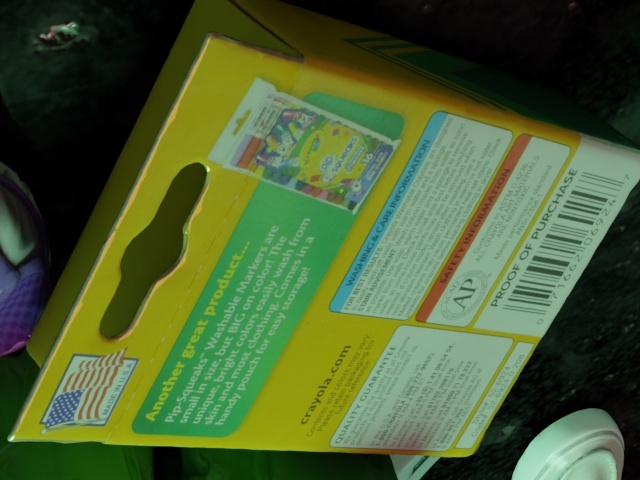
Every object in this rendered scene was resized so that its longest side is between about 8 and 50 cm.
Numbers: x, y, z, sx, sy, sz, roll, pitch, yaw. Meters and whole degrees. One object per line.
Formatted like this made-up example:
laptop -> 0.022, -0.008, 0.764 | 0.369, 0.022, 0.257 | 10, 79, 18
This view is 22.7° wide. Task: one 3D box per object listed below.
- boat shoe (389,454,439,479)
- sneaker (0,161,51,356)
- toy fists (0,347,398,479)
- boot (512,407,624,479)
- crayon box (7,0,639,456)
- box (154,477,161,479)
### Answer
boat shoe -> 0.049, 0.101, 1.014 | 0.183, 0.083, 0.065 | -40, 155, -36
sneaker -> -0.170, -0.004, 0.688 | 0.095, 0.104, 0.236 | -26, 146, -8
toy fists -> -0.084, 0.129, 0.862 | 0.279, 0.142, 0.096 | 5, 137, -25
boot -> 0.214, 0.242, 1.244 | 0.095, 0.123, 0.258 | -22, 144, -11
crayon box -> 0.000, 0.000, 0.783 | 0.323, 0.083, 0.203 | 10, 115, -47
box -> -0.156, 0.227, 0.932 | 0.290, 0.087, 0.169 | -3, 137, -24
